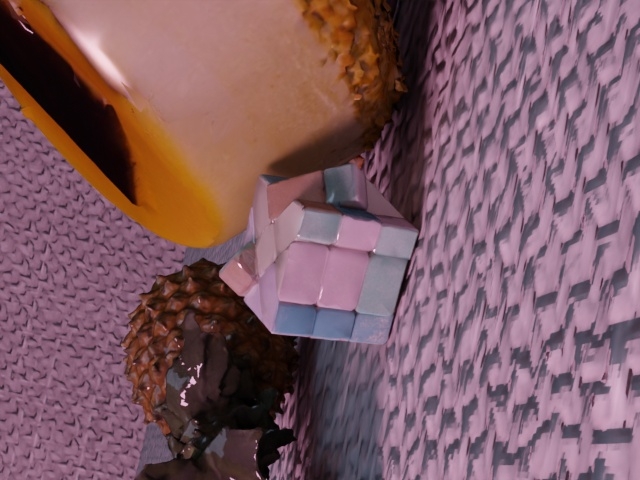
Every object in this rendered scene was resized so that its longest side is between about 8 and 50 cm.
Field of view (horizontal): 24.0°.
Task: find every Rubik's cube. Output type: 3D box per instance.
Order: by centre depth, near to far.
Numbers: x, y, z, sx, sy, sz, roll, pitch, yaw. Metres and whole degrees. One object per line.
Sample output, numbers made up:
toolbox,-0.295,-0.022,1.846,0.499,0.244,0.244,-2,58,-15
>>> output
Rubik's cube,0.001,0.002,0.707,0.084,0.075,0.073,-62,26,6

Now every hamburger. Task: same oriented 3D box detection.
hamburger,-0.080,-0.135,0.790,0.179,0.276,0.294,-42,-18,-13

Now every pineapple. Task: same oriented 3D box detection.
pineapple,-0.062,0.110,0.855,0.130,0.119,0.277,-55,15,12

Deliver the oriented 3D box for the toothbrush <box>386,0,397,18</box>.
toothbrush,0.041,-0.157,0.891,0.025,0.020,0.286,-74,-1,-80
